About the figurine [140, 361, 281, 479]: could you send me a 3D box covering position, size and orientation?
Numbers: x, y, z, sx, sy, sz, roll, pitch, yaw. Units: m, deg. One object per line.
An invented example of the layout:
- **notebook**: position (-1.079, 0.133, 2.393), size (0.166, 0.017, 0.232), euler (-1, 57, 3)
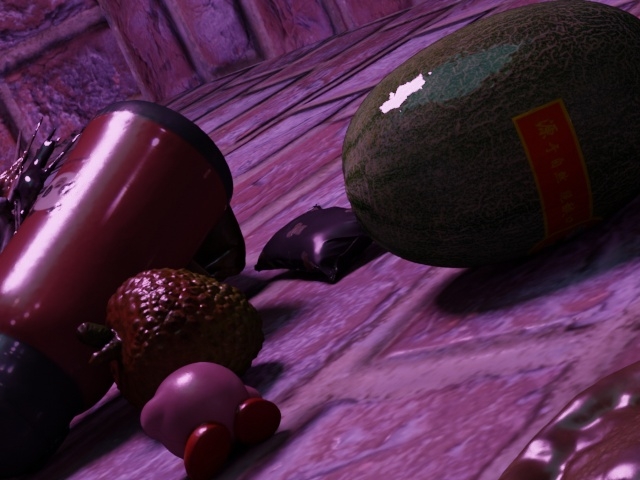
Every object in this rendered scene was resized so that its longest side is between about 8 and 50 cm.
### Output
- **figurine**: position (-0.076, 0.115, 0.990), size (0.083, 0.067, 0.071), euler (-14, 24, -37)

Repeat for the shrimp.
- **shrimp**: position (-0.343, 0.025, 1.515), size (0.116, 0.145, 0.343), euler (13, 71, 52)

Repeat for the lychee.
- **lychee**: position (-0.114, 0.075, 1.124), size (0.146, 0.114, 0.114), euler (-6, 1, -30)

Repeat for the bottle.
- **bottle**: position (-0.206, 0.042, 1.216), size (0.144, 0.144, 0.336), euler (-13, 37, 45)

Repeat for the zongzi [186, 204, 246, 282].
- **zongzi**: position (-0.250, 0.043, 1.473), size (0.317, 0.154, 0.289), euler (-33, 7, -18)

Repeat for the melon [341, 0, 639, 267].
- **melon**: position (0.154, -0.083, 1.111), size (0.287, 0.182, 0.182), euler (-26, 12, -1)

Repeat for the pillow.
- **pillow**: position (0.000, -0.001, 1.378), size (0.090, 0.048, 0.150), euler (-27, 14, -23)

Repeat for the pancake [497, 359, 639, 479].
- **pancake**: position (0.157, 0.101, 0.649), size (0.236, 0.042, 0.222), euler (-31, 15, -23)
